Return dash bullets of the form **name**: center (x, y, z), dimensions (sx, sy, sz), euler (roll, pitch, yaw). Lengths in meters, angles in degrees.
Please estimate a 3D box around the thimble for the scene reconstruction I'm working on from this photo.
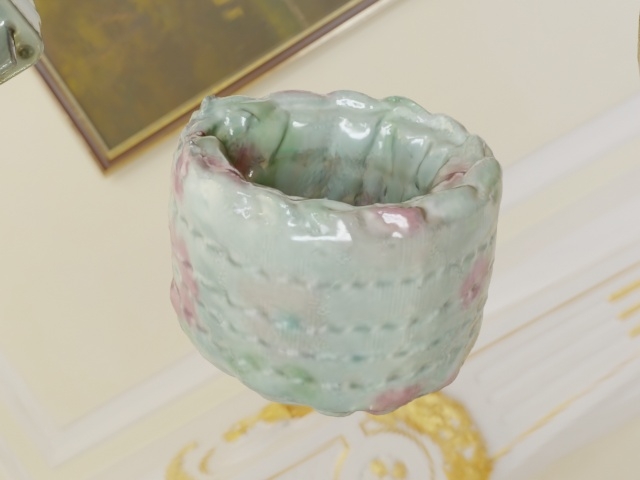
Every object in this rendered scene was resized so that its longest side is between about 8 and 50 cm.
- **thimble**: center (0.000, 0.000, 0.739), dimensions (0.185, 0.211, 0.149), euler (-49, -29, -52)

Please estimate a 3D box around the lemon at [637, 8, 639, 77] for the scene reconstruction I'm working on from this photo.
- **lemon**: center (0.312, -0.107, 0.651), dimensions (0.293, 0.293, 0.293), euler (55, -167, -19)

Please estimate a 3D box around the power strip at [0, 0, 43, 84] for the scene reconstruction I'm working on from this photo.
- **power strip**: center (-0.358, -0.130, 1.007), dimensions (0.229, 0.261, 0.141), euler (55, -172, -47)
